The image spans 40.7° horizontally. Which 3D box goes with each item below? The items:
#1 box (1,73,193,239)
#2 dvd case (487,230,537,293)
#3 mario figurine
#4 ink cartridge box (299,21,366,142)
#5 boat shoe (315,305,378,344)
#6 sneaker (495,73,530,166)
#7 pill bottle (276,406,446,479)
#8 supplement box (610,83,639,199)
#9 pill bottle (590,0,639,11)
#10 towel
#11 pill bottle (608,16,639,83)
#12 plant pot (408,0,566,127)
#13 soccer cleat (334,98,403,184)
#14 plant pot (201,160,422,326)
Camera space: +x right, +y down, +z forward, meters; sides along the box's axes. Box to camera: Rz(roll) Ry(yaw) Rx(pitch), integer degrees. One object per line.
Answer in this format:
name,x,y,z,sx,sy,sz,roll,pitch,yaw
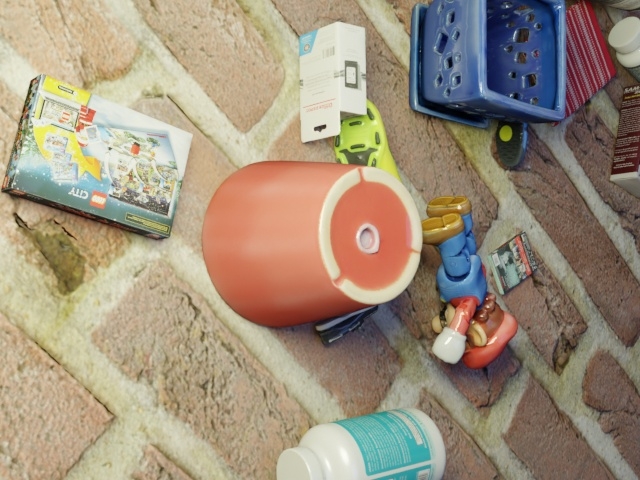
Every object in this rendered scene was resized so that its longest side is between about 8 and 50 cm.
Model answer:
box,-0.299,-0.109,1.184,0.233,0.044,0.159,20,75,-36
dvd case,0.386,0.043,1.733,0.119,0.013,0.087,-31,106,-36
mario figurine,0.228,0.092,1.535,0.198,0.170,0.320,-30,115,-25
ink cartridge box,0.019,-0.252,1.407,0.060,0.104,0.180,2,86,-39
boat shoe,0.048,0.136,1.439,0.125,0.046,0.038,-23,101,-34
sneaker,0.397,-0.250,1.727,0.082,0.069,0.209,0,87,-42
pill bottle,0.062,0.354,1.372,0.264,0.146,0.146,-1,87,-38
supplement box,0.752,-0.230,2.002,0.130,0.073,0.239,23,72,-35
pill bottle,0.640,-0.604,1.843,0.361,0.204,0.204,1,86,-34
towel,0.541,-0.392,1.874,0.275,0.031,0.199,-38,109,-33
pill bottle,0.747,-0.430,1.989,0.180,0.108,0.108,31,68,-33
plant pot,0.289,-0.329,1.556,0.236,0.212,0.236,6,83,-37
soccer cleat,0.098,-0.104,1.487,0.121,0.093,0.289,-27,101,-67
plant pot,0.000,0.000,1.287,0.275,0.243,0.275,2,86,-38
